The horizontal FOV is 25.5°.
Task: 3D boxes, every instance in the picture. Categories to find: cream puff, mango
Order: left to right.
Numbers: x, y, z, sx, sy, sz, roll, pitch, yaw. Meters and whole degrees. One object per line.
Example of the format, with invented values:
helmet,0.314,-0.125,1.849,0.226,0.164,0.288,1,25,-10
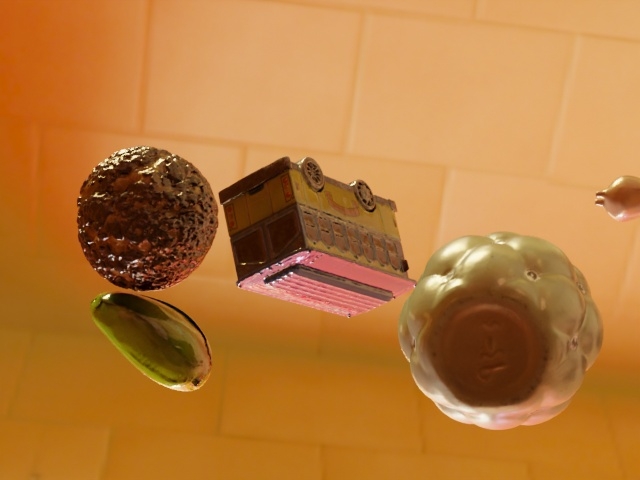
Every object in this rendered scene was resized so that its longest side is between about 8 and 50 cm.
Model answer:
cream puff,-0.284,-0.039,2.265,0.165,0.239,0.239,51,41,-62
mango,-0.271,0.152,2.284,0.111,0.233,0.125,-57,165,9

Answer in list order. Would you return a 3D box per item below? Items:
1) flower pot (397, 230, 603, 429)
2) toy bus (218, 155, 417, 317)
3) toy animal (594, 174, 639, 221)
flower pot,0.214,0.108,1.697,0.195,0.246,0.246,-35,134,-72
toy bus,0.000,0.000,2.039,0.287,0.138,0.175,19,51,-51
toy animal,0.474,-0.055,2.056,0.083,0.150,0.089,-59,158,-73
